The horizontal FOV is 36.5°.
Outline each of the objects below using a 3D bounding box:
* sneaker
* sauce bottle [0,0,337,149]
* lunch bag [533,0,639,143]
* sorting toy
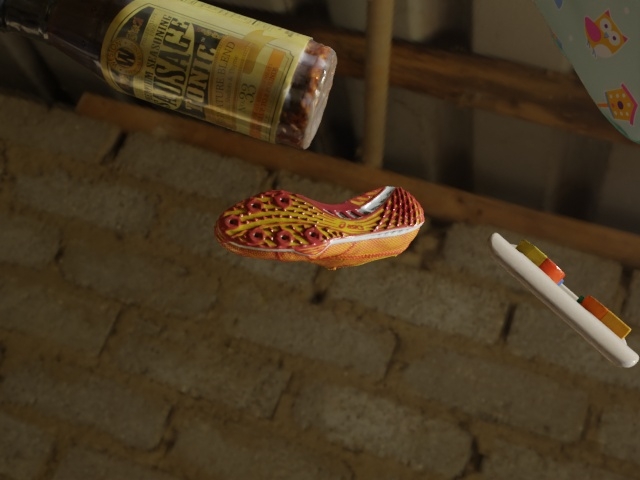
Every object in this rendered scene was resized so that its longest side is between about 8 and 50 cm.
[{"bbox_3d":[0.000,0.000,0.750,0.175,0.064,0.067,-1,-40,-27],"label":"sneaker"},{"bbox_3d":[-0.059,-0.070,0.352,0.128,0.042,0.042,17,-22,3],"label":"sauce bottle"},{"bbox_3d":[0.252,-0.224,0.735,0.279,0.108,0.224,64,-14,15],"label":"lunch bag"},{"bbox_3d":[0.270,0.060,1.069,0.193,0.038,0.208,43,9,13],"label":"sorting toy"}]
